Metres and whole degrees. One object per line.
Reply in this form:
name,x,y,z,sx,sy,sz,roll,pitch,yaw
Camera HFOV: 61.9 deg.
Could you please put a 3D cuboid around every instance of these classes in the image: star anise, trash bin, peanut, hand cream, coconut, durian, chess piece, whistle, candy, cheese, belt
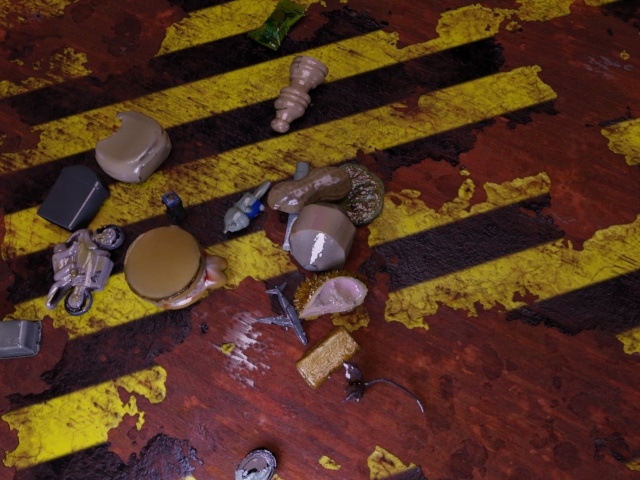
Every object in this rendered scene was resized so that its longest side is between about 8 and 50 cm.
star anise,0.190,0.456,1.623,0.228,0.148,0.218,-10,111,10
trash bin,-0.879,-0.154,1.919,0.177,0.101,0.236,24,75,9
peanut,-0.038,-0.175,1.824,0.299,0.120,0.136,-19,47,-7
hand cream,-0.077,-0.123,1.891,0.085,0.058,0.331,4,69,1
coconut,0.001,-0.002,1.745,0.241,0.241,0.241,-1,69,2
durian,0.031,0.160,1.714,0.250,0.138,0.183,-4,113,-18
chess piece,-0.093,-0.544,2.032,0.139,0.124,0.307,29,74,-22
whistle,-0.257,-0.115,1.878,0.092,0.110,0.244,44,74,-16
candy,-0.171,-0.882,2.180,0.149,0.069,0.246,31,78,18
cheese,-0.689,-0.342,1.965,0.233,0.127,0.266,35,73,14
belt,-0.191,0.684,1.590,0.140,0.058,0.105,-38,78,-15

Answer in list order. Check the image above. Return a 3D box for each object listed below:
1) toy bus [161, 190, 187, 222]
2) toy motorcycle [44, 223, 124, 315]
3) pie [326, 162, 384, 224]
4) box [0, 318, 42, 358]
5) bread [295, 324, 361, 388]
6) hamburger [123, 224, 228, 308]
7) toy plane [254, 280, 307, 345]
toy bus,-0.509,-0.116,1.857,0.061,0.153,0.051,-38,73,-18
toy motorcycle,-0.822,0.084,1.818,0.223,0.108,0.340,13,69,7
pie,0.115,-0.162,1.901,0.241,0.054,0.240,-1,71,2
box,-1.015,0.317,1.744,0.172,0.093,0.123,-6,69,0
bread,0.025,0.366,1.688,0.211,0.083,0.114,-37,77,-11
hamburger,-0.468,0.092,1.758,0.303,0.186,0.260,-16,68,7
toy plane,-0.098,0.241,1.755,0.226,0.058,0.226,-24,69,-24
